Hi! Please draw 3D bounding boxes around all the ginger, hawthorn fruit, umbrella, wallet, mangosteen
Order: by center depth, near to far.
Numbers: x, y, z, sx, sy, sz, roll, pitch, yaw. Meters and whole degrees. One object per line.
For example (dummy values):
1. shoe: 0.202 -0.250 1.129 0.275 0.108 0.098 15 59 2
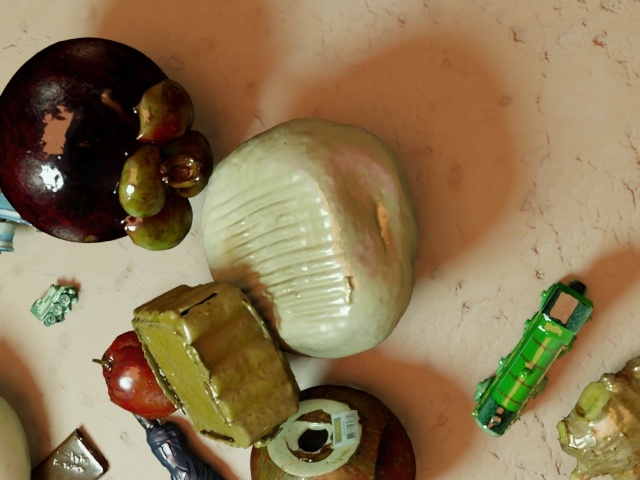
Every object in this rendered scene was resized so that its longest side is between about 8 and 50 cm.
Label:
1. ginger: 0.409 0.257 1.248 0.157 0.102 0.216 37 100 -17
2. mangosteen: -0.303 -0.132 1.319 0.347 0.307 0.306 22 101 20
3. hawthorn fruit: -0.275 0.203 1.418 0.148 0.172 0.148 -16 68 46
4. umbrella: -0.241 0.342 1.477 0.248 0.071 0.071 45 105 13
5. wallet: -0.446 0.408 1.559 0.176 0.026 0.095 -41 85 17

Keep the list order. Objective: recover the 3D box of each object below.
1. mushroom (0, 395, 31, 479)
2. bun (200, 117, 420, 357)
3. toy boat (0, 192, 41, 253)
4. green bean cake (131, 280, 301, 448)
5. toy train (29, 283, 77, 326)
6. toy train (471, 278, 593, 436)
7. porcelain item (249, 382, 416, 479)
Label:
1. mushroom: -0.668 0.379 1.465 0.353 0.325 0.353 -3 80 19
2. bun: 0.000 0.000 1.278 0.361 0.213 0.361 18 115 43
3. toy boat: -0.518 -0.025 1.509 0.215 0.088 0.102 5 87 19
4. green bean cake: -0.148 0.170 1.287 0.224 0.131 0.229 -5 115 59
5. toy train: -0.445 0.104 1.529 0.053 0.033 0.083 42 105 13
6. toy train: 0.293 0.165 1.267 0.085 0.119 0.251 32 102 11
7. porcelain item: 0.028 0.343 1.336 0.253 0.253 0.252 1 95 17
